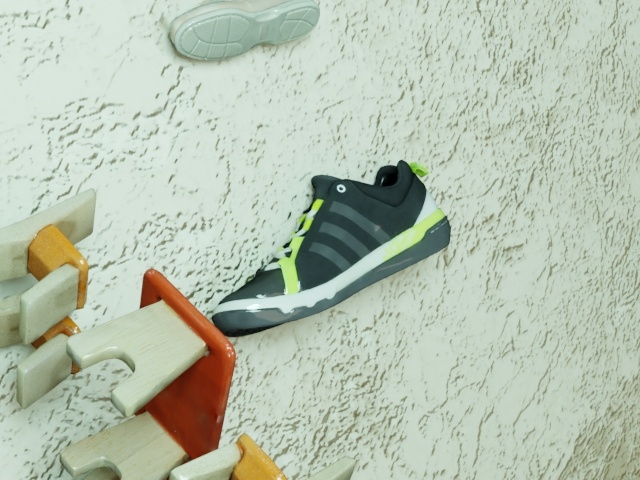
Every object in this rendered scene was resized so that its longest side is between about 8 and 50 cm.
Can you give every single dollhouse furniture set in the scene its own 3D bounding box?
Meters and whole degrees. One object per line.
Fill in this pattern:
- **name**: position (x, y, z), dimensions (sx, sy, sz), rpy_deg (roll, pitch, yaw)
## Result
- **dollhouse furniture set**: position (-0.099, 0.125, 0.830), dimensions (0.135, 0.262, 0.259), rpy_deg (-30, 151, -34)

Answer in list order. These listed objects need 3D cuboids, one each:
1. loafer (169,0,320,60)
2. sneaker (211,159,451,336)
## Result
- **loafer**: position (-0.060, -0.163, 0.924), dimensions (0.125, 0.039, 0.045), rpy_deg (-16, 143, -34)
- **sneaker**: position (0.000, 0.000, 0.997), dimensions (0.235, 0.084, 0.097), rpy_deg (-25, 91, -35)
